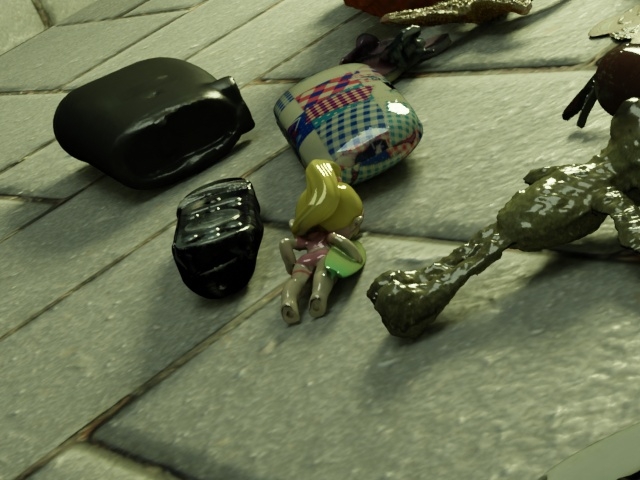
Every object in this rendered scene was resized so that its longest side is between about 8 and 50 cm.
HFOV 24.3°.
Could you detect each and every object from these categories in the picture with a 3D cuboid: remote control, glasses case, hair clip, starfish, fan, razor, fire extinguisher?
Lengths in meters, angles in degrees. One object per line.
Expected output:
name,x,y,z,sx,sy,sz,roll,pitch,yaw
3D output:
remote control,-0.100,-0.007,1.481,0.090,0.066,0.266,-11,16,0
glasses case,0.024,-0.128,1.598,0.125,0.076,0.327,-27,19,-1
hair clip,0.071,-0.221,1.831,0.146,0.056,0.187,-38,15,-29
starfish,0.192,-0.288,1.831,0.240,0.043,0.227,-9,8,-2
fan,0.405,-0.264,1.588,0.227,0.008,0.152,-28,19,-6
razor,-0.227,-0.160,1.923,0.204,0.113,0.349,-28,20,-15
fire extinguisher,0.297,-0.122,1.280,0.089,0.072,0.268,-61,24,0

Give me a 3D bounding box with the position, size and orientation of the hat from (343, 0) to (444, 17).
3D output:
hat,0.117,-0.456,2.096,0.285,0.285,0.400,-23,9,6

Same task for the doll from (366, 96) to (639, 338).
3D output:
doll,0.178,-0.025,1.165,0.286,0.091,0.202,-26,9,25

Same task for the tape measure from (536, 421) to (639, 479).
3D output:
tape measure,0.175,0.164,0.614,0.258,0.130,0.265,-29,20,-4

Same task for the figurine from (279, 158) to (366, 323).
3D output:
figurine,0.000,0.000,1.322,0.083,0.083,0.187,-16,32,25
